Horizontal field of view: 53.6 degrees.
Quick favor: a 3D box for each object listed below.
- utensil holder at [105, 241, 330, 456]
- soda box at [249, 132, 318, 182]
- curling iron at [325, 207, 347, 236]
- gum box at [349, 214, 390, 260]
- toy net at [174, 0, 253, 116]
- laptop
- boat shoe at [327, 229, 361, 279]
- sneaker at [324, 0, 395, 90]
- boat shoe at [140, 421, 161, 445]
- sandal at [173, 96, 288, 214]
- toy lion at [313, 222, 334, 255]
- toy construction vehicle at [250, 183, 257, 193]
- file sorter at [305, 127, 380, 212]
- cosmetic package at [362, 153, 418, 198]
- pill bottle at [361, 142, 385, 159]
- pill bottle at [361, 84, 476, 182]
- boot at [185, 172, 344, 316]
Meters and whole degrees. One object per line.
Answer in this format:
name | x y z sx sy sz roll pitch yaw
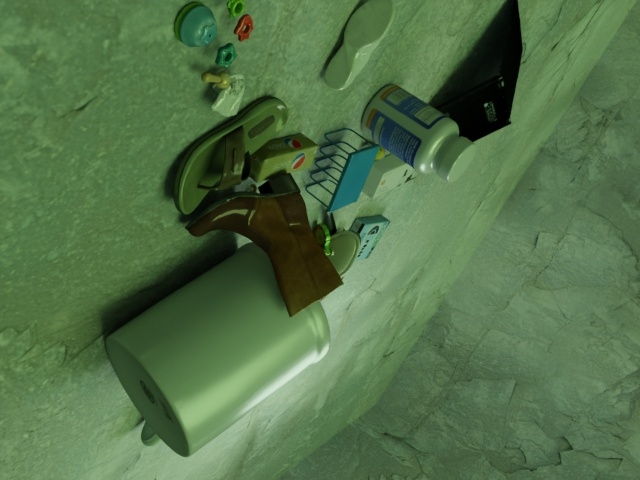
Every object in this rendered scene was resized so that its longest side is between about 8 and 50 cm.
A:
utensil holder | -0.226 0.234 1.407 0.385 0.327 0.327 -33 151 -31
soda box | -0.087 -0.181 1.370 0.181 0.058 0.061 -24 146 -48
curling iron | 0.040 -0.040 1.850 0.068 0.035 0.274 -52 158 -9
gum box | 0.138 -0.005 2.078 0.184 0.041 0.157 -9 133 -57
toy net | -0.164 -0.306 1.062 0.122 0.045 0.232 -45 158 -19
laptop | 0.495 -0.507 2.022 0.408 0.236 0.382 -26 161 14
boat shoe | 0.024 0.084 1.895 0.324 0.116 0.097 -55 168 29
sneaker | 0.087 -0.415 1.344 0.212 0.080 0.094 -52 170 21
boat shoe | -0.418 0.442 1.679 0.227 0.079 0.081 -56 148 -1
sandal | -0.163 -0.164 1.215 0.303 0.086 0.120 -44 156 -16
toy lion | 0.000 0.000 1.785 0.034 0.096 0.100 -13 180 -28
toy construction vehicle | -0.170 -0.073 1.406 0.098 0.035 0.086 -46 157 -12
file sorter | 0.049 -0.178 1.567 0.118 0.104 0.170 -26 147 -47
cosmetic package | 0.221 -0.207 1.904 0.239 0.060 0.099 -28 147 -44
pill bottle | 0.142 -0.242 1.723 0.083 0.043 0.043 -9 133 -59
pill bottle | 0.250 -0.264 1.596 0.152 0.272 0.152 -41 155 -23
boot | -0.115 0.029 1.326 0.264 0.280 0.096 -24 180 -31
